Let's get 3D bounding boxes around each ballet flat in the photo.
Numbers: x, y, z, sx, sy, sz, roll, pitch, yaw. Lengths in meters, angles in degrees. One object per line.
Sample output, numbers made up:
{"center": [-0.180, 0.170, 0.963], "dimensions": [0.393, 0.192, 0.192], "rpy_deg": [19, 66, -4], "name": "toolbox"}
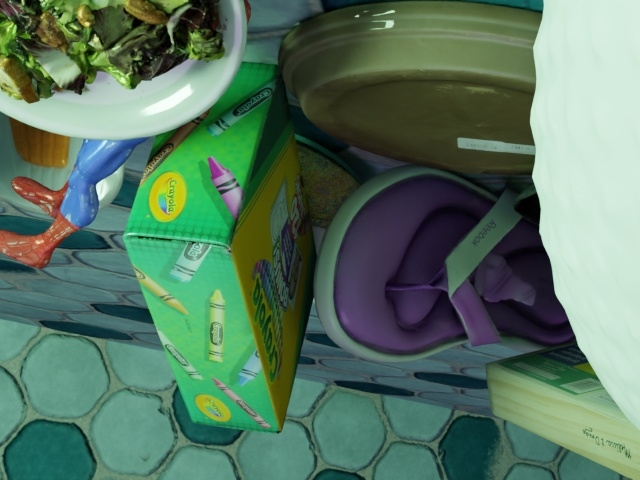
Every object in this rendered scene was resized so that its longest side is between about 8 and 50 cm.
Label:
{"center": [0.000, 0.000, 1.327], "dimensions": [0.123, 0.123, 0.348], "rpy_deg": [4, 167, 17], "name": "ballet flat"}

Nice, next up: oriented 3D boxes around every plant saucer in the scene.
{"center": [0.105, -0.097, 0.994], "dimensions": [0.278, 0.041, 0.278], "rpy_deg": [7, 168, 2], "name": "plant saucer"}

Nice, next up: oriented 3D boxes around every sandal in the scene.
{"center": [0.150, 0.024, 1.245], "dimensions": [0.102, 0.169, 0.416], "rpy_deg": [2, 179, 38], "name": "sandal"}
{"center": [-0.245, -0.074, 1.218], "dimensions": [0.265, 0.102, 0.076], "rpy_deg": [10, 172, 38], "name": "sandal"}

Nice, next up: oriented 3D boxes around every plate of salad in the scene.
{"center": [-0.143, -0.126, 0.832], "dimensions": [0.200, 0.048, 0.200], "rpy_deg": [3, 136, 3], "name": "plate of salad"}

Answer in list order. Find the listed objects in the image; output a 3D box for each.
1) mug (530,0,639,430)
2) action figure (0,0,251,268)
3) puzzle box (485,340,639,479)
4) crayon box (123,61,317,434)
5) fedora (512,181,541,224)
{"center": [0.165, -0.089, 0.393], "dimensions": [0.374, 0.276, 0.328], "rpy_deg": [49, 156, 18], "name": "mug"}
{"center": [-0.163, -0.099, 0.966], "dimensions": [0.139, 0.091, 0.280], "rpy_deg": [33, 131, -26], "name": "action figure"}
{"center": [0.341, 0.128, 1.148], "dimensions": [0.272, 0.052, 0.409], "rpy_deg": [-12, -171, -16], "name": "puzzle box"}
{"center": [-0.068, 0.012, 1.106], "dimensions": [0.081, 0.165, 0.278], "rpy_deg": [6, 146, 11], "name": "crayon box"}
{"center": [0.299, 0.027, 1.068], "dimensions": [0.334, 0.152, 0.334], "rpy_deg": [-1, 172, 0], "name": "fedora"}
